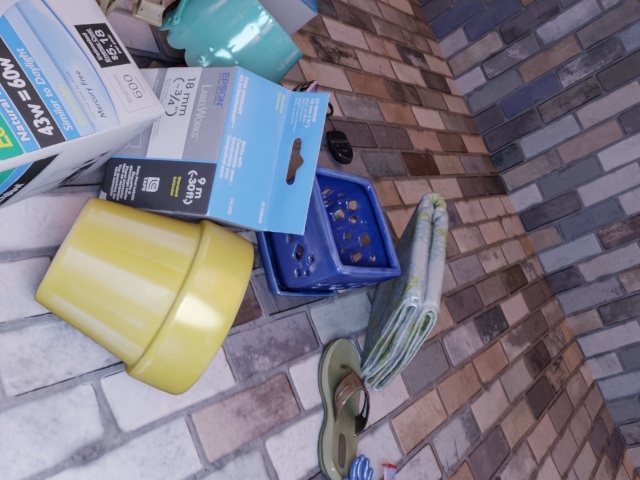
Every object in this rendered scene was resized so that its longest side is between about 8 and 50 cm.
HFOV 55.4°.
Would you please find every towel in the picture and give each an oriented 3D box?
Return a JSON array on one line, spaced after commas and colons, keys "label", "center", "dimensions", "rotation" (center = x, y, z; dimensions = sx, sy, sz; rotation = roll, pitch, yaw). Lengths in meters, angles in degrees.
[{"label": "towel", "center": [0.197, 0.117, 1.386], "dimensions": [0.090, 0.321, 0.374], "rotation": [20, 42, -3]}]

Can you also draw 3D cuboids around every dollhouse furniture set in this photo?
[{"label": "dollhouse furniture set", "center": [-0.389, -0.502, 1.191], "dimensions": [0.161, 0.101, 0.182], "rotation": [12, 56, -29]}]

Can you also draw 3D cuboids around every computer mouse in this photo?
[{"label": "computer mouse", "center": [0.026, -0.312, 1.711], "dimensions": [0.071, 0.041, 0.242], "rotation": [-6, 66, -37]}]

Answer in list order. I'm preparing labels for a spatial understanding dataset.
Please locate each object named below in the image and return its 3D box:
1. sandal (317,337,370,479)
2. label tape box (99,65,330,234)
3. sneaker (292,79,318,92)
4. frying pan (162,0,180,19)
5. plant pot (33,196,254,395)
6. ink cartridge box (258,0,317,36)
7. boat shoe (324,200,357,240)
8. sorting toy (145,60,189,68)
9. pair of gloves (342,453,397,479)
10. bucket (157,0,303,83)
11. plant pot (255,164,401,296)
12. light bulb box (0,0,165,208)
[{"label": "sandal", "center": [0.060, 0.341, 1.237], "dimensions": [0.120, 0.086, 0.303], "rotation": [34, 43, -36]}, {"label": "label tape box", "center": [-0.174, -0.149, 0.974], "dimensions": [0.106, 0.333, 0.241], "rotation": [26, 73, -63]}, {"label": "sneaker", "center": [-0.044, -0.371, 1.644], "dimensions": [0.071, 0.068, 0.170], "rotation": [58, 39, -35]}, {"label": "frying pan", "center": [-0.282, -0.568, 1.452], "dimensions": [0.197, 0.053, 0.326], "rotation": [26, 51, -36]}, {"label": "plant pot", "center": [-0.261, 0.062, 0.885], "dimensions": [0.239, 0.254, 0.254], "rotation": [28, 44, -18]}, {"label": "ink cartridge box", "center": [-0.128, -0.685, 1.639], "dimensions": [0.171, 0.168, 0.233], "rotation": [28, 47, -39]}, {"label": "boat shoe", "center": [0.036, -0.068, 1.508], "dimensions": [0.228, 0.080, 0.076], "rotation": [21, 45, -46]}, {"label": "sorting toy", "center": [-0.249, -0.214, 1.213], "dimensions": [0.255, 0.089, 0.257], "rotation": [38, 41, -32]}, {"label": "pair of gloves", "center": [0.096, 0.505, 1.182], "dimensions": [0.198, 0.023, 0.159], "rotation": [33, 58, -45]}, {"label": "bucket", "center": [-0.181, -0.416, 1.275], "dimensions": [0.281, 0.183, 0.281], "rotation": [47, 8, -9]}, {"label": "plant pot", "center": [0.000, 0.000, 1.285], "dimensions": [0.236, 0.212, 0.236], "rotation": [7, 62, -51]}, {"label": "light bulb box", "center": [-0.473, -0.230, 0.800], "dimensions": [0.358, 0.225, 0.361], "rotation": [58, 33, -7]}]
